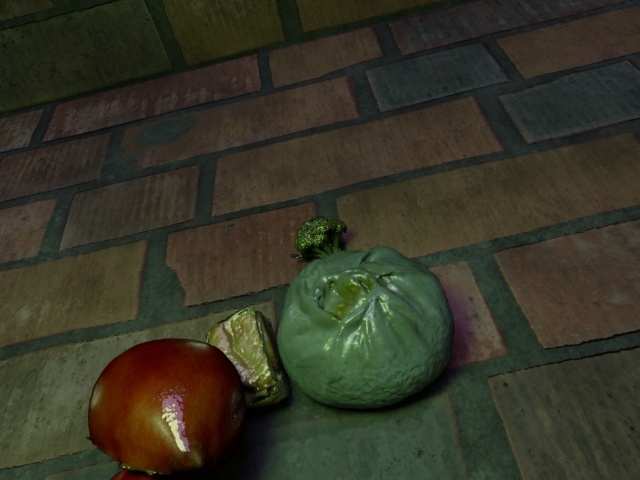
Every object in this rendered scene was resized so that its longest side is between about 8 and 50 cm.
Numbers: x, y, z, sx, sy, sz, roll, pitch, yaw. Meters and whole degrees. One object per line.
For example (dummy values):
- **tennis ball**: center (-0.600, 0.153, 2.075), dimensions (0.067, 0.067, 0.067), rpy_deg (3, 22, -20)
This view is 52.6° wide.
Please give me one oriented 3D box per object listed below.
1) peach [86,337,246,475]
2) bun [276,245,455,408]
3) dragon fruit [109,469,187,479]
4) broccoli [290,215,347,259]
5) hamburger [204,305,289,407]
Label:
- **peach**: center (-0.262, 0.275, 1.136), dimensions (0.258, 0.201, 0.362), rpy_deg (7, -4, -26)
- **bun**: center (0.080, 0.154, 1.268), dimensions (0.362, 0.211, 0.361), rpy_deg (-8, 43, 8)
- **dragon fruit**: center (-0.284, 0.457, 1.068), dimensions (0.172, 0.172, 0.209), rpy_deg (-37, 30, -23)
- **broccoli**: center (0.000, 0.000, 1.548), dimensions (0.120, 0.130, 0.131), rpy_deg (55, 36, 7)
- **hamburger**: center (-0.143, 0.259, 1.307), dimensions (0.155, 0.135, 0.207), rpy_deg (-34, 56, 3)
